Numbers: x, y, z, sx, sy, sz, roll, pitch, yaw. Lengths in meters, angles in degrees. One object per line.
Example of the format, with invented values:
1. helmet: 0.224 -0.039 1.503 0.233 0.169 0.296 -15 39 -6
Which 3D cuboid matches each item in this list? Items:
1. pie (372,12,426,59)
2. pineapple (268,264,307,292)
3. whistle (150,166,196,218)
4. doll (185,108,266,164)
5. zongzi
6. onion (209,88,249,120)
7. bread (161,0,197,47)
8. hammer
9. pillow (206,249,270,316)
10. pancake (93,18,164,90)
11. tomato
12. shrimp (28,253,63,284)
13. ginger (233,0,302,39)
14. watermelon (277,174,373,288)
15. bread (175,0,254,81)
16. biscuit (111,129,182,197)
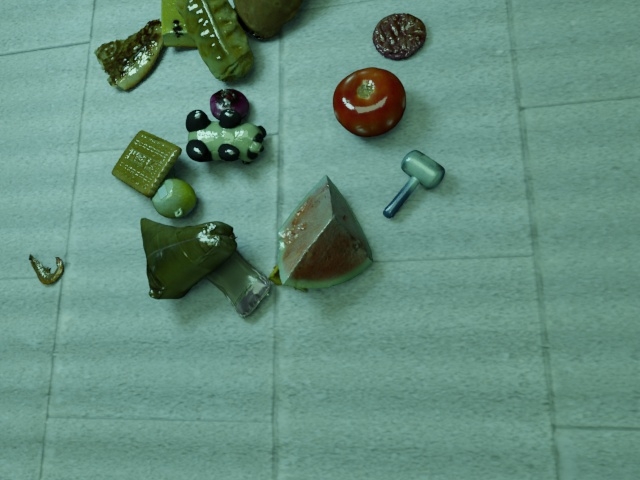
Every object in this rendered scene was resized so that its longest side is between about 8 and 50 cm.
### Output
1. pie: 0.226 -0.591 1.265 0.155 0.036 0.154 -2 78 9
2. pineapple: -0.074 0.094 1.164 0.114 0.077 0.114 42 93 2
3. whistle: -0.427 -0.143 1.274 0.123 0.123 0.223 -32 54 3
4. doll: -0.272 -0.286 1.243 0.235 0.135 0.143 1 87 11
5. zongzi: -0.376 -0.022 1.193 0.274 0.145 0.299 -37 62 18
6. onion: -0.267 -0.399 1.284 0.115 0.104 0.115 -1 58 2
7. bread: -0.433 -0.790 1.398 0.139 0.077 0.360 -4 77 -7
8. hammer: 0.229 -0.139 1.157 0.116 0.069 0.193 39 92 15
9. pillow: -0.240 0.096 1.205 0.233 0.038 0.130 42 96 21
10. pancake: -0.628 -0.612 1.434 0.245 0.057 0.265 20 78 23
11. tomato: 0.132 -0.369 1.184 0.196 0.136 0.194 -3 77 13
12. shrimp: -0.834 0.073 1.333 0.127 0.025 0.091 40 88 11
13. ginger: -0.137 -0.755 1.275 0.201 0.223 0.269 20 76 -7
14. watermelon: 0.000 0.000 1.115 0.260 0.176 0.256 -45 75 4
15. bread: -0.299 -0.601 1.292 0.152 0.130 0.267 -24 97 13
16. biscuit: -0.515 -0.233 1.285 0.255 0.029 0.172 27 83 39
